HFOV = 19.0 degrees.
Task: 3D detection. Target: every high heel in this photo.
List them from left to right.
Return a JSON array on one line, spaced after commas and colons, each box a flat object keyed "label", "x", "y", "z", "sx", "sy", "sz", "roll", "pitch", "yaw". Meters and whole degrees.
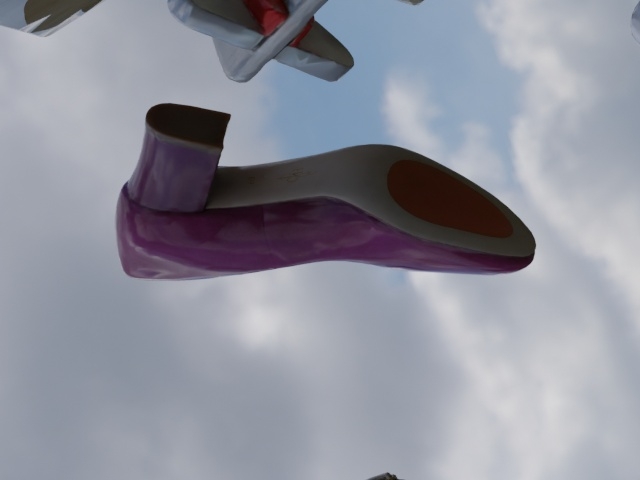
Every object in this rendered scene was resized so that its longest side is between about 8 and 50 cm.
[{"label": "high heel", "x": 0.000, "y": 0.000, "z": 1.752, "sx": 0.127, "sy": 0.377, "sz": 0.181, "roll": -66, "pitch": -6, "yaw": -53}]

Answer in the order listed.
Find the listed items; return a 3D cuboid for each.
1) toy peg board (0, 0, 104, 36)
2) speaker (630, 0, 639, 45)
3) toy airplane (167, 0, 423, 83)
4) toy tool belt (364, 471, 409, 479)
[{"label": "toy peg board", "x": -0.182, "y": -0.227, "z": 1.355, "sx": 0.079, "sy": 0.161, "sz": 0.160, "roll": 63, "pitch": -165, "yaw": 9}, {"label": "speaker", "x": 0.269, "y": -0.130, "z": 1.354, "sx": 0.055, "sy": 0.055, "sz": 0.136, "roll": 56, "pitch": -174, "yaw": -33}, {"label": "toy airplane", "x": -0.075, "y": -0.314, "z": 1.655, "sx": 0.384, "sy": 0.272, "sz": 0.386, "roll": 32, "pitch": -166, "yaw": 2}, {"label": "toy tool belt", "x": 0.076, "y": 0.263, "z": 1.952, "sx": 0.051, "sy": 0.083, "sz": 0.052, "roll": 29, "pitch": -131, "yaw": -77}]
